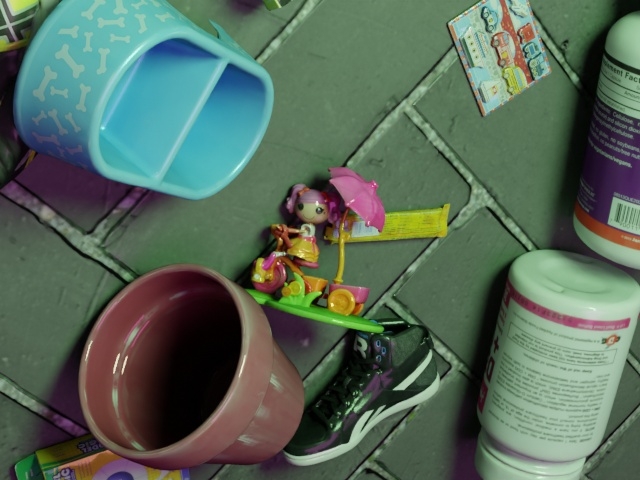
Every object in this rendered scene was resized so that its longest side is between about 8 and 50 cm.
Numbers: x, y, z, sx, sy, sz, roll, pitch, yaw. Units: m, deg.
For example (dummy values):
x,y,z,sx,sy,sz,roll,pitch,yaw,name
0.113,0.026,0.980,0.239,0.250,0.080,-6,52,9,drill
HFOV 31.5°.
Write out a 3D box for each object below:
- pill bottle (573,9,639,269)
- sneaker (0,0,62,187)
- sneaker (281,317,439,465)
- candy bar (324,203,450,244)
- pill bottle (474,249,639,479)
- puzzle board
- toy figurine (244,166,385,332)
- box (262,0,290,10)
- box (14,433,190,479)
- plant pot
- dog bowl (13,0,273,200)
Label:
x,y,z,sx,sy,sz,roll,pitch,yaw,name
0.400,-0.138,1.286,0.181,0.181,0.323,-7,118,-25,pill bottle
-0.254,-0.213,0.943,0.147,0.145,0.385,23,107,-5,sneaker
0.035,0.160,1.314,0.216,0.079,0.121,-28,122,-23,sneaker
0.078,-0.018,1.274,0.161,0.018,0.040,-4,113,-26,candy bar
0.282,0.169,1.394,0.160,0.160,0.283,-3,116,-27,pill bottle
0.199,-0.210,1.245,0.096,0.011,0.128,-35,126,-9,puzzle board
0.000,0.000,1.196,0.130,0.173,0.159,16,88,-76,toy figurine
0.028,-0.312,1.057,0.232,0.058,0.087,-35,107,-9,box
-0.234,0.258,1.234,0.179,0.043,0.105,-16,121,-19,box
-0.114,0.147,1.160,0.201,0.201,0.180,-48,142,1,plant pot
-0.136,-0.118,0.980,0.166,0.074,0.297,-60,159,6,dog bowl
